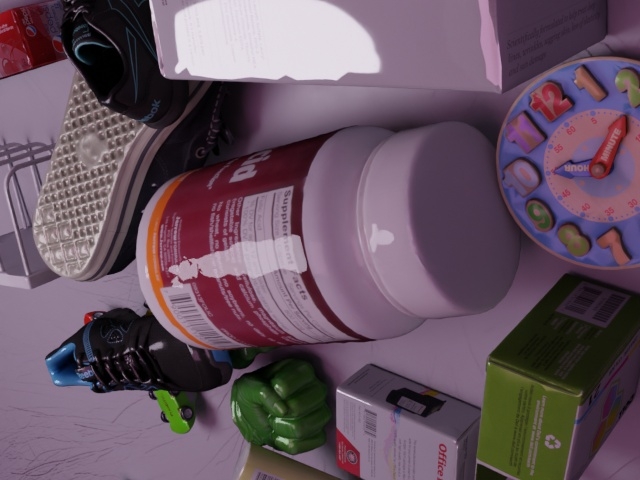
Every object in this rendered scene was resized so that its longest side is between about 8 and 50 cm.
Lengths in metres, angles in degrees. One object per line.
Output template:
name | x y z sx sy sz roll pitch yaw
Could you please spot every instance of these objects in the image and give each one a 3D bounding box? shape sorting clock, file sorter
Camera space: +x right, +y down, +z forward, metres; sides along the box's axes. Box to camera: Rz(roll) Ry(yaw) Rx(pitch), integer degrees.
shape sorting clock | 0.263 -0.069 0.897 0.206 0.040 0.206 11 111 28
file sorter | -0.453 -0.049 1.434 0.278 0.193 0.173 5 111 39

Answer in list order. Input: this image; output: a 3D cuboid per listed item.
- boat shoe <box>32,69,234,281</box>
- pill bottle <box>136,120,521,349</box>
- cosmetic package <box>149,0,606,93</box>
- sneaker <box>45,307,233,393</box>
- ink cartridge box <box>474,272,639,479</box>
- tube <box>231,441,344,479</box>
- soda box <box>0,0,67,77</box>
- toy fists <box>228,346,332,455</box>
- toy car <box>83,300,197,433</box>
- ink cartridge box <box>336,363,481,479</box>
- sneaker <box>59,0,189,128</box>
boat shoe | -0.200 -0.166 1.187 0.187 0.156 0.500 41 117 24
pill bottle | 0.000 0.000 1.045 0.392 0.224 0.224 -9 105 42
cosmetic package | 0.044 -0.239 0.893 0.385 0.217 0.156 12 119 38
sneaker | -0.246 0.166 1.300 0.341 0.140 0.125 -9 104 50
ink cartridge box | 0.239 0.190 0.968 0.097 0.189 0.255 19 124 31
tube | 0.000 0.342 1.296 0.240 0.062 0.070 24 174 -8
soda box | -0.465 -0.276 1.392 0.263 0.092 0.083 -5 107 42
toy fists | -0.083 0.163 1.293 0.142 0.096 0.279 -18 98 44
toy car | -0.246 0.188 1.476 0.239 0.053 0.225 -18 100 45
ink cartridge box | 0.109 0.247 1.188 0.175 0.072 0.127 19 123 33
sneaker | -0.231 -0.248 1.045 0.101 0.106 0.267 -35 75 31
